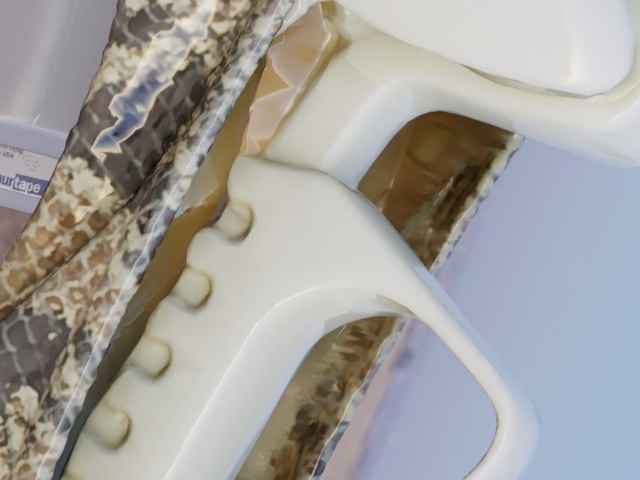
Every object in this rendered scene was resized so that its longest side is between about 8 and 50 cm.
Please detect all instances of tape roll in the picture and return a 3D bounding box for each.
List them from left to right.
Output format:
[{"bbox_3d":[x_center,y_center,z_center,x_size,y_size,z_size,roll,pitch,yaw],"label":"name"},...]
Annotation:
[{"bbox_3d":[-0.126,-0.063,0.886,0.219,0.219,0.072,94,8,-79],"label":"tape roll"}]

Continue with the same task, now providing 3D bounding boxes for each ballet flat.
[{"bbox_3d":[0.000,0.000,0.549,0.164,0.182,0.483,30,87,-51],"label":"ballet flat"}]
